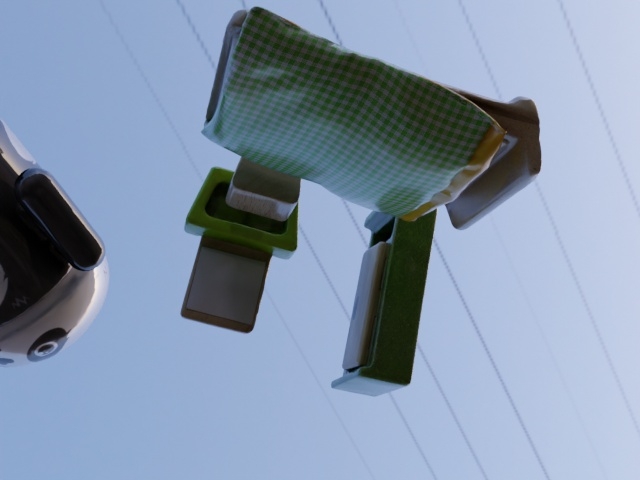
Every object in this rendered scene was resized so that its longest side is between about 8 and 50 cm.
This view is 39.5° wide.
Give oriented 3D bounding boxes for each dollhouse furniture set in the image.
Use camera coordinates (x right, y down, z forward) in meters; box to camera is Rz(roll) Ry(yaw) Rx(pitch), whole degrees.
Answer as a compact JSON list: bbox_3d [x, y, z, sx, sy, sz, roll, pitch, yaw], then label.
[{"bbox_3d":[0.000,0.000,0.616,0.198,0.301,0.151,16,-108,-8],"label":"dollhouse furniture set"}]

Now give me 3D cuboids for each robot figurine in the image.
[{"bbox_3d":[-0.323,-0.005,0.835,0.174,0.209,0.278,-40,-59,-13],"label":"robot figurine"}]
